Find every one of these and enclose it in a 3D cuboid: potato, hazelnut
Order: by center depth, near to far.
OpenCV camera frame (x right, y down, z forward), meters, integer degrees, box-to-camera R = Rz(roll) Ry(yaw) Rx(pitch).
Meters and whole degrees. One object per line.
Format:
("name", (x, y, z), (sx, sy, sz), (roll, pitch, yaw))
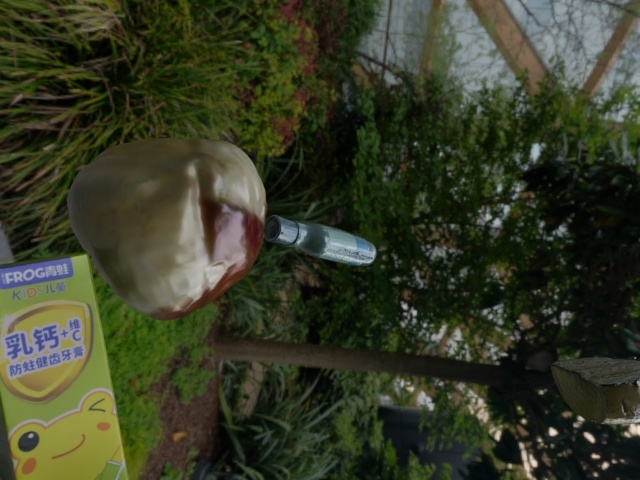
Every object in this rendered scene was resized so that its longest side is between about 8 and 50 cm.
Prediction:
("hazelnut", (-0.204, -0.019, 0.682), (0.241, 0.260, 0.261), (120, -21, -58))
("potato", (0.550, 0.279, 0.957), (0.243, 0.137, 0.098), (42, 34, -86))

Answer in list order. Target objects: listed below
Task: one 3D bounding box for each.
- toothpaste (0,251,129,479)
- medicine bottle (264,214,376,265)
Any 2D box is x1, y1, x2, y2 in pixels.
("toothpaste", (-0.288, 0.180, 0.544), (0.110, 0.077, 0.328), (-11, 92, -44))
("medicine bottle", (0.000, 0.000, 0.832), (0.208, 0.090, 0.054), (15, 98, -44))
